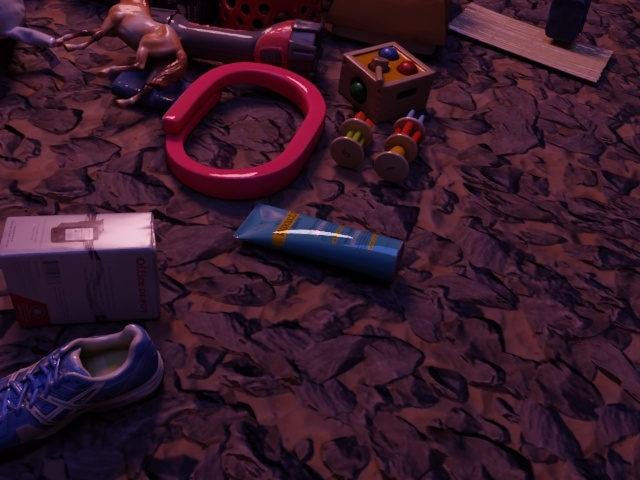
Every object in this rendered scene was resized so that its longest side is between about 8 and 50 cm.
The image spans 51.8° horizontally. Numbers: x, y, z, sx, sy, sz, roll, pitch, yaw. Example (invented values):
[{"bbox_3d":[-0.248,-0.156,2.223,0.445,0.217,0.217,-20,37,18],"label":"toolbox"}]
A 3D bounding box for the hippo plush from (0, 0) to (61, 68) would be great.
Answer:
[{"bbox_3d":[-0.583,-0.339,0.994,0.236,0.234,0.294,-35,101,-16],"label":"hippo plush"}]

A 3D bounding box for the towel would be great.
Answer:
[{"bbox_3d":[-0.259,-0.232,1.026,0.119,0.029,0.067,17,48,6],"label":"towel"}]

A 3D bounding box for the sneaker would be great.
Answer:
[{"bbox_3d":[-0.254,0.136,0.623,0.211,0.081,0.080,-22,55,-27],"label":"sneaker"}]

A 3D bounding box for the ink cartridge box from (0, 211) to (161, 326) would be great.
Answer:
[{"bbox_3d":[-0.250,0.031,0.707,0.150,0.109,0.063,-2,42,-13],"label":"ink cartridge box"}]

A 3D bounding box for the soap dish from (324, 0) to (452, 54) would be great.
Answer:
[{"bbox_3d":[0.149,-0.493,1.295,0.228,0.118,0.291,13,44,3],"label":"soap dish"}]

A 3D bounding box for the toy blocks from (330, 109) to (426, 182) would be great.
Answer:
[{"bbox_3d":[0.094,-0.161,0.999,0.123,0.054,0.148,20,45,9],"label":"toy blocks"}]

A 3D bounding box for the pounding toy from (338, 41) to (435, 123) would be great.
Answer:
[{"bbox_3d":[0.102,-0.262,1.068,0.141,0.100,0.130,-22,52,-28],"label":"pounding toy"}]

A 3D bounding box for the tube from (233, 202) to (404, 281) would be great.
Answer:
[{"bbox_3d":[0.000,0.000,0.832,0.207,0.052,0.080,15,34,13],"label":"tube"}]

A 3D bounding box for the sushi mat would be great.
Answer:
[{"bbox_3d":[0.418,-0.401,1.322,0.316,0.019,0.151,26,48,15],"label":"sushi mat"}]

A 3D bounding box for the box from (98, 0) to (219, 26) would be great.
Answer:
[{"bbox_3d":[-0.307,-0.520,1.225,0.270,0.143,0.165,17,45,8],"label":"box"}]

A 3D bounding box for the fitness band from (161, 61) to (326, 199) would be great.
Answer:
[{"bbox_3d":[-0.108,-0.168,0.977,0.208,0.054,0.291,20,46,6],"label":"fitness band"}]

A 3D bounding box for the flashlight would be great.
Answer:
[{"bbox_3d":[-0.149,-0.336,1.106,0.303,0.103,0.103,10,82,6],"label":"flashlight"}]

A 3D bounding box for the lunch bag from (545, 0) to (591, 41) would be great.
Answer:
[{"bbox_3d":[0.490,-0.450,1.298,0.067,0.098,0.065,23,43,21],"label":"lunch bag"}]

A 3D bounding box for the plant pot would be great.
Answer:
[{"bbox_3d":[-0.088,-0.459,1.183,0.191,0.174,0.191,4,47,-5],"label":"plant pot"}]

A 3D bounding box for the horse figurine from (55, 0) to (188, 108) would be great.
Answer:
[{"bbox_3d":[-0.288,-0.305,1.013,0.174,0.066,0.263,-39,66,-22],"label":"horse figurine"}]
